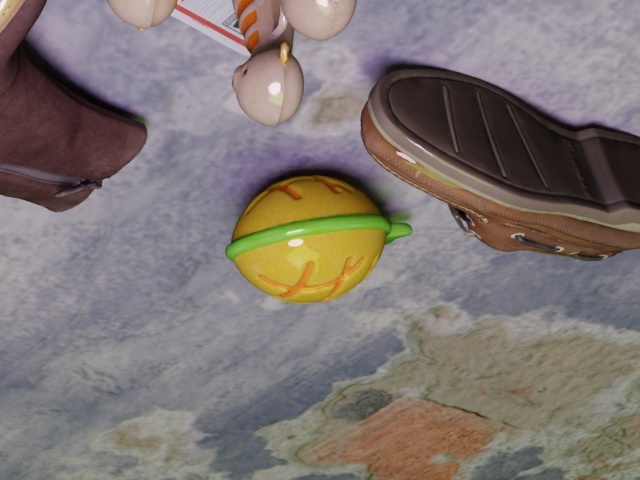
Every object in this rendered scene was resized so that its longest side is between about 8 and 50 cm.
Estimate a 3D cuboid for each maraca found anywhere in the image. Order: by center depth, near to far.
[{"bbox_3d":[0.000,0.000,1.046,0.127,0.099,0.185,-12,173,26],"label":"maraca"}]

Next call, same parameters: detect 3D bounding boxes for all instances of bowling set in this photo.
[{"bbox_3d":[-0.068,-0.174,0.658,0.199,0.154,0.287,3,146,-15],"label":"bowling set"}]

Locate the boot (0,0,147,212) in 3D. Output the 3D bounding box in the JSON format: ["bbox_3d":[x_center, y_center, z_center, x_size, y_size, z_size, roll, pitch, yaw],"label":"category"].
[{"bbox_3d":[-0.198,-0.103,0.879,0.206,0.090,0.248,11,145,-45],"label":"boot"}]

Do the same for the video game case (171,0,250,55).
[{"bbox_3d":[-0.080,-0.222,0.748,0.285,0.025,0.204,24,136,-39],"label":"video game case"}]

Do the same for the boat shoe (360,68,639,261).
[{"bbox_3d":[0.145,-0.037,0.995,0.307,0.111,0.104,16,140,-31],"label":"boat shoe"}]
